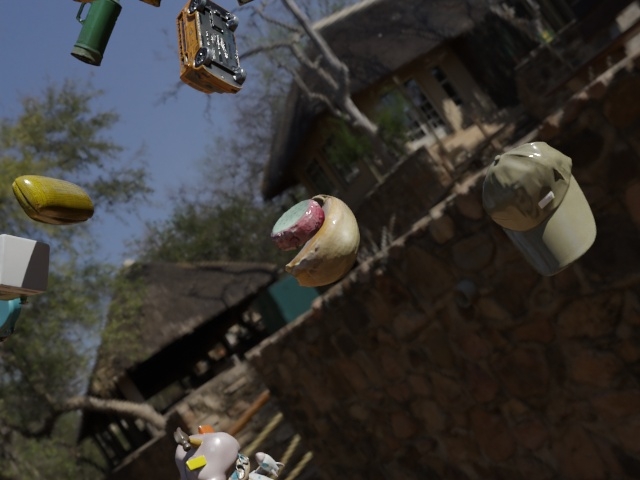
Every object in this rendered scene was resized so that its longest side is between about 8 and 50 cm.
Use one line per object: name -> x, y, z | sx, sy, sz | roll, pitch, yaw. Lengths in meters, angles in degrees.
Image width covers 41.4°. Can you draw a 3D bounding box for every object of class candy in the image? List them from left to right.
candy -> -0.039, -0.026, 1.467 | 0.103, 0.043, 0.103 | -35, 21, 15

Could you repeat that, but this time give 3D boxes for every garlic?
garlic -> 0.014, -0.003, 1.995 | 0.164, 0.145, 0.245 | 4, 56, 28

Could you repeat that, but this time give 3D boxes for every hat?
hat -> 0.340, -0.046, 1.349 | 0.166, 0.144, 0.173 | -42, 36, 27

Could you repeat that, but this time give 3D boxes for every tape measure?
tape measure -> -0.683, 0.138, 1.739 | 0.125, 0.146, 0.081 | 1, 4, 1

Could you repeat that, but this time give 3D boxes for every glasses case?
glasses case -> -0.444, -0.066, 1.427 | 0.064, 0.079, 0.234 | -37, -4, 4

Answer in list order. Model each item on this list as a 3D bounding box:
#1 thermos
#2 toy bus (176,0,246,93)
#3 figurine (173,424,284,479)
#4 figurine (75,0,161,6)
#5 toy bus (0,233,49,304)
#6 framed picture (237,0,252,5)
thermos -> -0.525, -0.512, 2.004 | 0.188, 0.083, 0.073 | -69, -24, -5
toy bus -> -0.183, -0.307, 1.375 | 0.083, 0.194, 0.088 | 24, -48, -38
figurine -> -0.151, 0.372, 1.359 | 0.112, 0.229, 0.137 | -47, 15, 29
figurine -> -0.283, -0.375, 1.188 | 0.176, 0.121, 0.122 | -21, 12, -28
toy bus -> -0.604, 0.034, 1.398 | 0.139, 0.113, 0.301 | -10, -16, 33
framed picture -> -0.099, -0.574, 1.441 | 0.213, 0.289, 0.016 | -26, 13, -14
